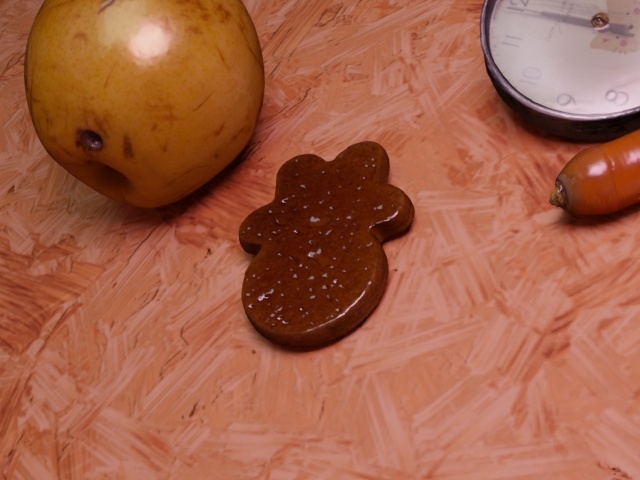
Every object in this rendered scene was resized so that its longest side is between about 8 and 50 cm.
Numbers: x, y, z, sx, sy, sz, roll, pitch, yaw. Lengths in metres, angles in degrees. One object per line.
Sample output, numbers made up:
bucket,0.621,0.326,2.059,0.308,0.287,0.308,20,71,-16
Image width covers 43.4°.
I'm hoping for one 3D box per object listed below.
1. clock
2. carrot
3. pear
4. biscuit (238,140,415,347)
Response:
clock,0.259,-0.203,0.742,0.225,0.049,0.226,-7,71,20
carrot,0.311,-0.090,0.665,0.271,0.066,0.062,-28,84,-2
pear,-0.195,-0.179,0.895,0.280,0.281,0.281,-16,42,15
biscuit,0.000,0.000,0.764,0.179,0.039,0.236,-7,46,22
